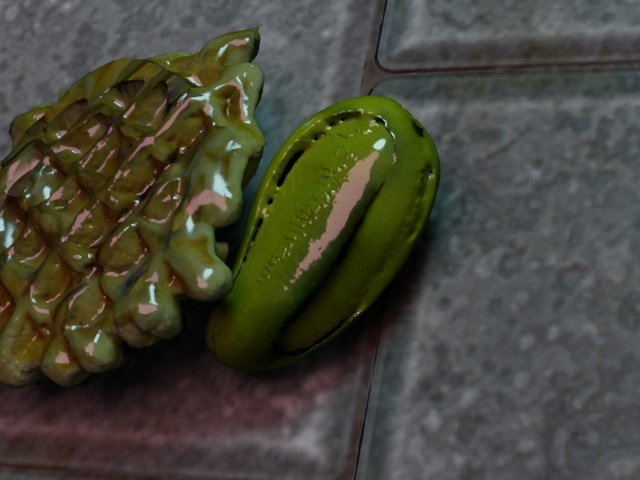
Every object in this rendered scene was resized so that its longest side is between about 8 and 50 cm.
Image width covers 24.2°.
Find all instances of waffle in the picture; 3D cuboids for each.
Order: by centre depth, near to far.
[{"bbox_3d":[-0.127,-0.016,0.826,0.223,0.054,0.204,-16,55,33],"label":"waffle"}]

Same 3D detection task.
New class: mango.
[{"bbox_3d":[0.000,0.000,0.784,0.091,0.074,0.165,39,95,40],"label":"mango"}]
